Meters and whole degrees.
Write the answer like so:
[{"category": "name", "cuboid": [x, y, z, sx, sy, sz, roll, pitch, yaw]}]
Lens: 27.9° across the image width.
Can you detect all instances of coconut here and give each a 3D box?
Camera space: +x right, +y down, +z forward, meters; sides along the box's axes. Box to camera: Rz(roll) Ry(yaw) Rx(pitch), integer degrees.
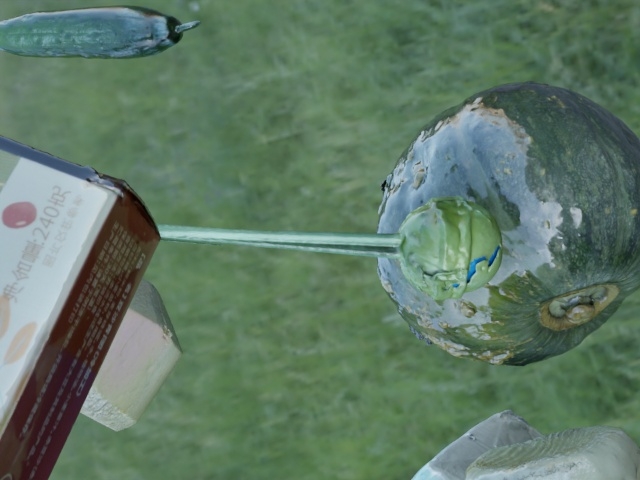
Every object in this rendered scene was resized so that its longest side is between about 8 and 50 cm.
[{"category": "coconut", "cuboid": [-0.220, 0.108, 1.340, 0.147, 0.153, 0.147, 30, 170, 6]}]

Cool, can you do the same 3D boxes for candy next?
[{"category": "candy", "cuboid": [0.000, 0.000, 1.178, 0.093, 0.335, 0.092, 101, 173, -62]}]

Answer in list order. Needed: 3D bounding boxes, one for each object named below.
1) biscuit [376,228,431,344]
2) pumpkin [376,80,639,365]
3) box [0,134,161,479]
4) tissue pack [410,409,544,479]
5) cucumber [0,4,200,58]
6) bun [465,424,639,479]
[{"category": "biscuit", "cuboid": [0.177, 0.058, 2.141, 0.070, 0.106, 0.252, 38, 155, 49]}, {"category": "pumpkin", "cuboid": [0.203, -0.014, 1.382, 0.327, 0.291, 0.257, -42, 53, 28]}, {"category": "box", "cuboid": [-0.356, 0.087, 0.926, 0.122, 0.344, 0.385, 68, -137, -71]}, {"category": "tissue pack", "cuboid": [0.165, 0.419, 1.634, 0.194, 0.266, 0.356, 38, 115, 19]}, {"category": "cucumber", "cuboid": [-0.227, -0.209, 1.299, 0.056, 0.250, 0.056, 4, -90, -65]}, {"category": "bun", "cuboid": [0.231, 0.248, 1.263, 0.183, 0.183, 0.102, 157, 100, -75]}]
